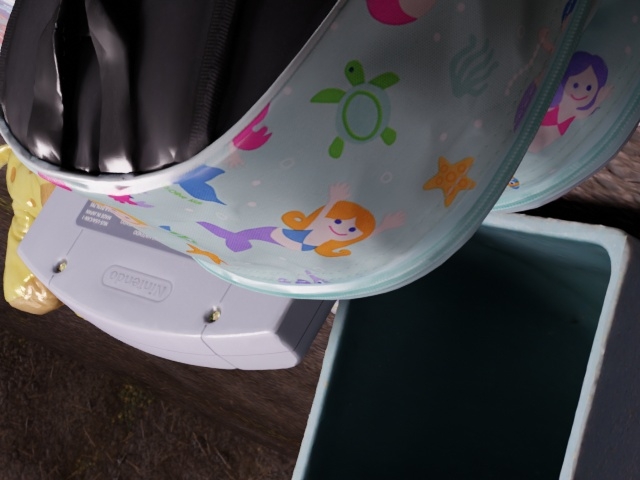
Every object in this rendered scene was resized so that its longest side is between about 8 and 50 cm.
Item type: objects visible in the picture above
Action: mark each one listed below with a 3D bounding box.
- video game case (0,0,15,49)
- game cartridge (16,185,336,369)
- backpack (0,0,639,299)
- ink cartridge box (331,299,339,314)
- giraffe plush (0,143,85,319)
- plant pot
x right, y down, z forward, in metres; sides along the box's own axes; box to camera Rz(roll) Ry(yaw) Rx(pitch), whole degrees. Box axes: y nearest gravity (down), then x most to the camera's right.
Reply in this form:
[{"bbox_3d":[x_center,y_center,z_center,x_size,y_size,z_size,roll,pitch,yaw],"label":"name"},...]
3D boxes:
[{"bbox_3d":[-0.259,-0.179,1.397,0.201,0.023,0.183,30,167,-12],"label":"video game case"},{"bbox_3d":[-0.086,-0.012,1.308,0.297,0.198,0.062,15,163,45],"label":"game cartridge"},{"bbox_3d":[0.010,-0.104,0.623,0.191,0.253,0.225,36,164,-35],"label":"backpack"},{"bbox_3d":[0.000,0.000,1.484,0.109,0.062,0.209,15,162,46],"label":"ink cartridge box"},{"bbox_3d":[-0.202,-0.048,1.570,0.210,0.181,0.170,61,157,7],"label":"giraffe plush"},{"bbox_3d":[0.169,0.125,1.263,0.252,0.248,0.247,17,176,-41],"label":"plant pot"}]
